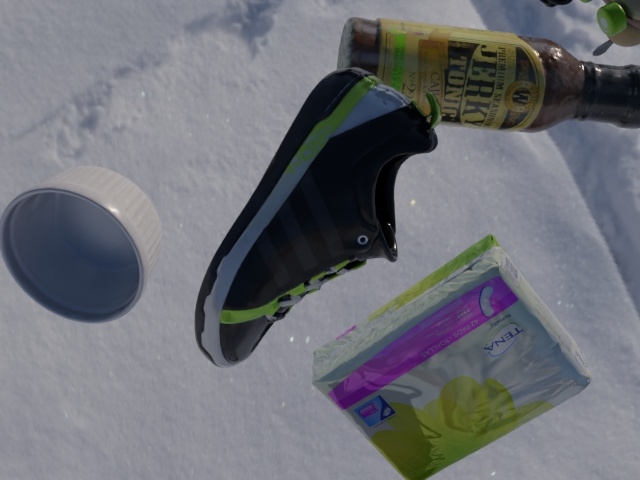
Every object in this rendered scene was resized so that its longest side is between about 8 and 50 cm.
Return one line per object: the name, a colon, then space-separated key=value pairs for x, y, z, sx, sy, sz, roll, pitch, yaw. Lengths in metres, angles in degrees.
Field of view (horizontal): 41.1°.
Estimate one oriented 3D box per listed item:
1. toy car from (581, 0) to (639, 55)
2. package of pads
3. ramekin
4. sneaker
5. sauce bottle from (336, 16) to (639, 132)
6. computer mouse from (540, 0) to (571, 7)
toy car: x=0.528 y=-0.396 z=1.479 sx=0.155 sy=0.188 sz=0.149 roll=-26 pitch=67 yaw=-1
package of pads: x=0.171 y=0.167 z=1.114 sx=0.229 sy=0.296 sz=0.101 roll=48 pitch=18 yaw=-19
ramekin: x=-0.313 y=-0.003 z=1.153 sx=0.207 sy=0.207 sz=0.109 roll=20 pitch=33 yaw=3
sneaker: x=0.000 y=0.000 z=0.562 sx=0.097 sy=0.235 sz=0.084 roll=32 pitch=16 yaw=12
sauce bottle: x=0.191 y=-0.177 z=0.940 sx=0.344 sy=0.111 sz=0.112 roll=4 pitch=59 yaw=-4
computer mouse: x=0.360 y=-0.465 z=1.178 sx=0.262 sy=0.060 sz=0.184 roll=-47 pitch=73 yaw=18
